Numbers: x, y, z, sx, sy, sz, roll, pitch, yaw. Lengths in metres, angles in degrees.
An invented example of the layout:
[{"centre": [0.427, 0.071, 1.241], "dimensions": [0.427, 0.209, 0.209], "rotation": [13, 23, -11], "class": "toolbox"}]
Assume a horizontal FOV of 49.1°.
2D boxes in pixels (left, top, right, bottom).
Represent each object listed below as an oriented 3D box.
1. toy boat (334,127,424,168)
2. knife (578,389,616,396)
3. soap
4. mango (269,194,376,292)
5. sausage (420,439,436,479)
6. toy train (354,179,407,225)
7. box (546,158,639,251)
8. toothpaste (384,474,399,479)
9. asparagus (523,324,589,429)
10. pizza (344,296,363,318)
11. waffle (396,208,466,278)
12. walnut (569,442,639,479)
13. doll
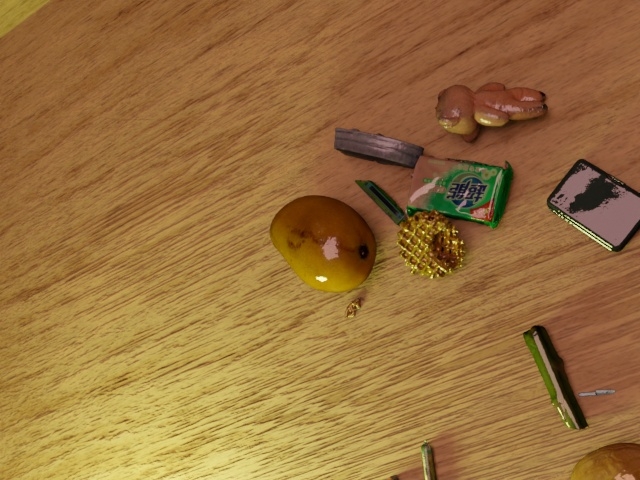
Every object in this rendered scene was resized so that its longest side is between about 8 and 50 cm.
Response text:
[{"centre": [0.173, -0.277, 2.091], "dimensions": [0.283, 0.127, 0.078], "rotation": [17, 89, 28], "class": "toy boat"}, {"centre": [0.691, 0.380, 1.750], "dimensions": [0.091, 0.005, 0.014], "rotation": [-11, 77, 26], "class": "knife"}, {"centre": [0.386, -0.136, 1.967], "dimensions": [0.273, 0.098, 0.217], "rotation": [14, 93, 32], "class": "soap"}, {"centre": [0.000, 0.000, 2.080], "dimensions": [0.378, 0.221, 0.263], "rotation": [28, 97, 38], "class": "mango"}, {"centre": [0.300, 0.675, 1.884], "dimensions": [0.033, 0.033, 0.269], "rotation": [-13, 74, 25], "class": "sausage"}, {"centre": [0.183, -0.127, 2.102], "dimensions": [0.042, 0.044, 0.209], "rotation": [-48, 63, 12], "class": "toy train"}, {"centre": [0.718, -0.091, 1.805], "dimensions": [0.230, 0.050, 0.160], "rotation": [41, 100, 29], "class": "box"}, {"centre": [0.221, 0.745, 1.907], "dimensions": [0.070, 0.044, 0.193], "rotation": [-39, 64, 18], "class": "toothpaste"}, {"centre": [0.595, 0.350, 1.779], "dimensions": [0.067, 0.060, 0.277], "rotation": [-18, 71, 4], "class": "asparagus"}, {"centre": [0.099, 0.202, 2.097], "dimensions": [0.037, 0.016, 0.083], "rotation": [43, 100, 22], "class": "pizza"}, {"centre": [0.305, 0.013, 1.952], "dimensions": [0.197, 0.070, 0.193], "rotation": [-30, 89, 40], "class": "waffle"}, {"centre": [0.692, 0.567, 1.613], "dimensions": [0.226, 0.193, 0.193], "rotation": [-26, 69, 21], "class": "walnut"}, {"centre": [0.473, -0.351, 1.961], "dimensions": [0.303, 0.156, 0.201], "rotation": [3, 39, 11], "class": "doll"}]
